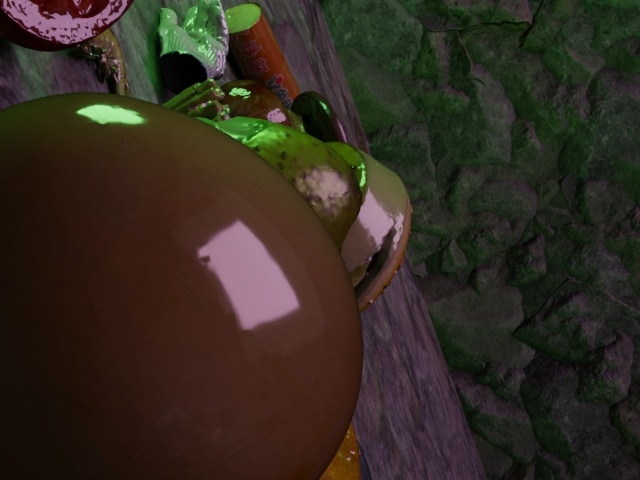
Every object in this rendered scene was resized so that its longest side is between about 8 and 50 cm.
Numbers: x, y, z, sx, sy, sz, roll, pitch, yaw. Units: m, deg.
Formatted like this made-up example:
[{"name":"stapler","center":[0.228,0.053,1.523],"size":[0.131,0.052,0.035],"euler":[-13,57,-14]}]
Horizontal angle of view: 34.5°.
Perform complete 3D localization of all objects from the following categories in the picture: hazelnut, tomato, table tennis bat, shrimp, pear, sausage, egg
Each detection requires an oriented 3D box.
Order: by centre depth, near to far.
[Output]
[{"name":"egg","center":[-0.128,0.061,0.745],"size":[0.374,0.300,0.301],"euler":[60,17,-46]},{"name":"tomato","center":[-0.278,-0.295,0.995],"size":[0.200,0.139,0.233],"euler":[54,55,-39]},{"name":"pear","center":[-0.085,0.006,1.089],"size":[0.176,0.281,0.287],"euler":[-88,158,-73]},{"name":"shrimp","center":[-0.260,-0.198,1.199],"size":[0.178,0.034,0.124],"euler":[-59,137,-81]},{"name":"hazelnut","center":[-0.117,-0.169,1.585],"size":[0.143,0.143,0.154],"euler":[-86,172,-61]},{"name":"table tennis bat","center":[-0.005,-0.152,1.945],"size":[0.200,0.038,0.310],"euler":[58,-24,26]},{"name":"sausage","center":[-0.094,-0.301,1.966],"size":[0.093,0.092,0.312],"euler":[-95,164,-47]}]

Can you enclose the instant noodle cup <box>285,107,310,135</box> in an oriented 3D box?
[{"name":"instant noodle cup","center":[-0.054,-0.150,1.833],"size":[0.274,0.090,0.274],"euler":[-22,90,-86]}]

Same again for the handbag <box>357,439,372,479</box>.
[{"name":"handbag","center":[0.045,0.391,1.549],"size":[0.332,0.074,0.192],"euler":[61,20,-84]}]

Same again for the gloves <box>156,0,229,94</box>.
[{"name":"gloves","center":[-0.190,-0.287,1.506],"size":[0.119,0.097,0.229],"euler":[21,41,-12]}]

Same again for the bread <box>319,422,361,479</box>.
[{"name":"bread","center":[-0.034,0.262,1.332],"size":[0.198,0.120,0.236],"euler":[49,23,-44]}]

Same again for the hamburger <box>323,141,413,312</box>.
[{"name":"hamburger","center":[0.000,0.000,1.508],"size":[0.176,0.300,0.300],"euler":[46,24,-30]}]

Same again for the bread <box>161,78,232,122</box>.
[{"name":"bread","center":[-0.124,-0.067,1.298],"size":[0.274,0.149,0.274],"euler":[-23,90,-84]}]
